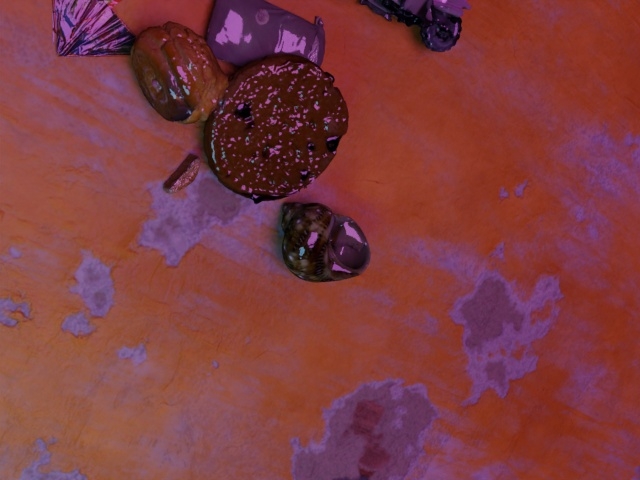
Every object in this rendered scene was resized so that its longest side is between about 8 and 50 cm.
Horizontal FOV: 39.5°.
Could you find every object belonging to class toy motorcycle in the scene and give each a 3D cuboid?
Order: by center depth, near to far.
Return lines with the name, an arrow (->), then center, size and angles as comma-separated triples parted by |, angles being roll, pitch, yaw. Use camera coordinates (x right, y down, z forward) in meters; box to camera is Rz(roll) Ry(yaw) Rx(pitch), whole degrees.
toy motorcycle -> 0.186, -0.512, 1.751 | 0.327, 0.143, 0.188 | 25, 91, -39

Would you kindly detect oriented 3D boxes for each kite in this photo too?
kite -> -0.396, -0.390, 1.533 | 0.183, 0.014, 0.241 | -45, 119, -12

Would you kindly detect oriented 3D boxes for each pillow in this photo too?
pillow -> -0.101, -0.374, 1.675 | 0.255, 0.059, 0.169 | 15, 98, -32

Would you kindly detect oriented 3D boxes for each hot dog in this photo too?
hot dog -> -0.255, -0.120, 1.674 | 0.090, 0.030, 0.034 | -51, 129, -8

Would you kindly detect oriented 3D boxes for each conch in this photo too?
conch -> -0.002, 0.000, 1.799 | 0.187, 0.124, 0.181 | -31, 109, -45

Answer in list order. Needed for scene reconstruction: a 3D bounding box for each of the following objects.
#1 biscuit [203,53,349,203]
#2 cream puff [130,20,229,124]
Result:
biscuit -> -0.089, -0.214, 1.700 | 0.296, 0.075, 0.296 | -11, 118, -21
cream puff -> -0.239, -0.292, 1.553 | 0.129, 0.189, 0.189 | -35, 117, -22
